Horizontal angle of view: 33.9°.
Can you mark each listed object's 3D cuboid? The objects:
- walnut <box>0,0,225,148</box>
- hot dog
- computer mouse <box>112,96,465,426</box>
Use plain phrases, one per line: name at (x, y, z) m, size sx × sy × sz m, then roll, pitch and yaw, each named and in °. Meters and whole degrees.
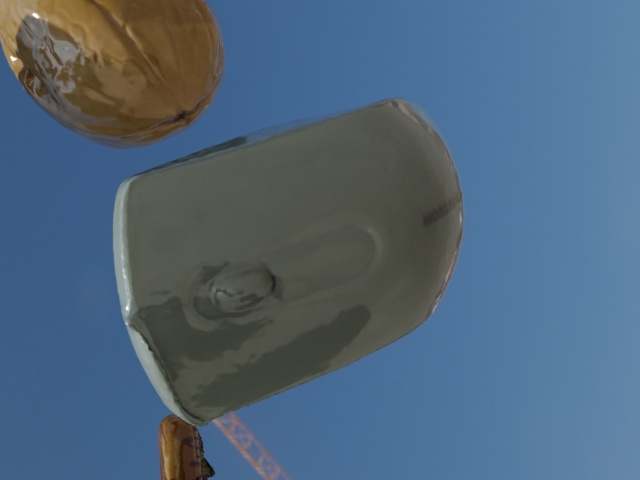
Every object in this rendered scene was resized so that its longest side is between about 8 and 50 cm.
walnut at (-0.168, -0.164, 0.833) m, size 0.165 × 0.165 × 0.197 m, roll -17°, pitch -112°, yaw -51°
hot dog at (-0.096, 0.182, 0.767) m, size 0.049 × 0.037 × 0.122 m, roll 64°, pitch -166°, yaw -65°
computer mouse at (0.000, 0.000, 0.527) m, size 0.231 × 0.079 × 0.128 m, roll -29°, pitch -70°, yaw -42°
